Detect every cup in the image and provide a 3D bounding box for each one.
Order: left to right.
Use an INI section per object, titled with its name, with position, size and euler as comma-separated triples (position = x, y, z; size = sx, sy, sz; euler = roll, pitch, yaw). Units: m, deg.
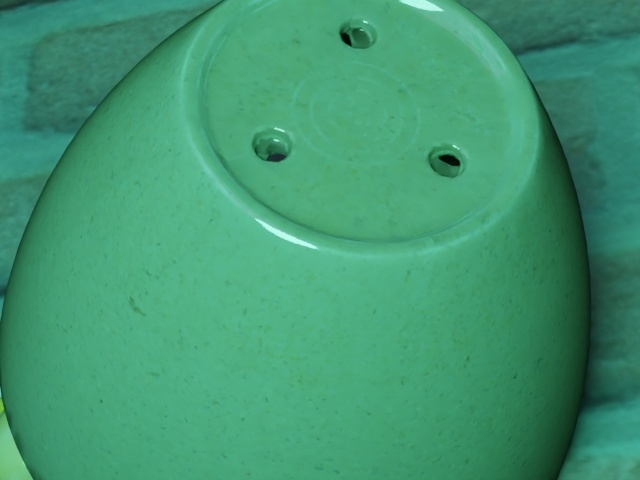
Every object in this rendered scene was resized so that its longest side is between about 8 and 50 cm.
[cup]
position = 0.000, 0.000, 0.822
size = 0.331, 0.237, 0.331
euler = 4, 57, -7

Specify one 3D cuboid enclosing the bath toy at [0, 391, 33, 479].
[bath toy]
position = -0.213, 0.183, 0.917
size = 0.129, 0.151, 0.348
euler = 44, 71, -7
